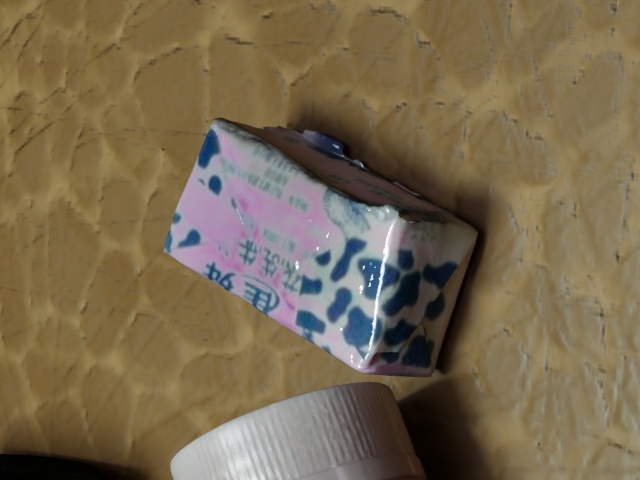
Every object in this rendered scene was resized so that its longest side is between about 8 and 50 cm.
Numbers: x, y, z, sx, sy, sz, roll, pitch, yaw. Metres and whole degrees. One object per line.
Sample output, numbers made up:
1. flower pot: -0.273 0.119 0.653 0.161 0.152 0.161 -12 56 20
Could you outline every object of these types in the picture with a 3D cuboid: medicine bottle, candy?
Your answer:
1. medicine bottle: 0.019 0.208 0.982 0.133 0.133 0.250 -34 68 35
2. candy: 0.000 0.000 1.039 0.160 0.073 0.092 29 106 37

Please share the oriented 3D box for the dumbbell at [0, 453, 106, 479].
1. dumbbell: -0.204 0.242 1.158 0.152 0.152 0.218 2 91 40
